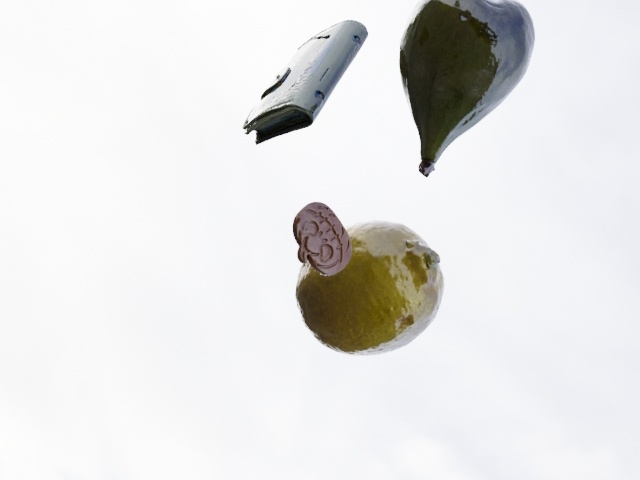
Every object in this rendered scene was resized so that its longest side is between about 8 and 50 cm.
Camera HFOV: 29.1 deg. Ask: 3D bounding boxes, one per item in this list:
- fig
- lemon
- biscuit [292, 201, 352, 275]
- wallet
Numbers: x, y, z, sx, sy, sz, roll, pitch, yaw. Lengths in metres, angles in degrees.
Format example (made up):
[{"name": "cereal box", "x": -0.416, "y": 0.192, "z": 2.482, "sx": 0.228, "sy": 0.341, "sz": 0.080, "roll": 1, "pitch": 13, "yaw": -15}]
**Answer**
[{"name": "fig", "x": 0.150, "y": -0.161, "z": 1.230, "sx": 0.126, "sy": 0.133, "sz": 0.185, "roll": -6, "pitch": -94, "yaw": 37}, {"name": "lemon", "x": 0.067, "y": 0.066, "z": 1.701, "sx": 0.257, "sy": 0.188, "sz": 0.188, "roll": -21, "pitch": -80, "yaw": 42}, {"name": "biscuit", "x": 0.000, "y": 0.000, "z": 1.489, "sx": 0.015, "sy": 0.078, "sz": 0.091, "roll": -16, "pitch": -66, "yaw": 54}, {"name": "wallet", "x": -0.019, "y": -0.177, "z": 1.364, "sx": 0.110, "sy": 0.155, "sz": 0.039, "roll": -18, "pitch": -58, "yaw": 44}]
